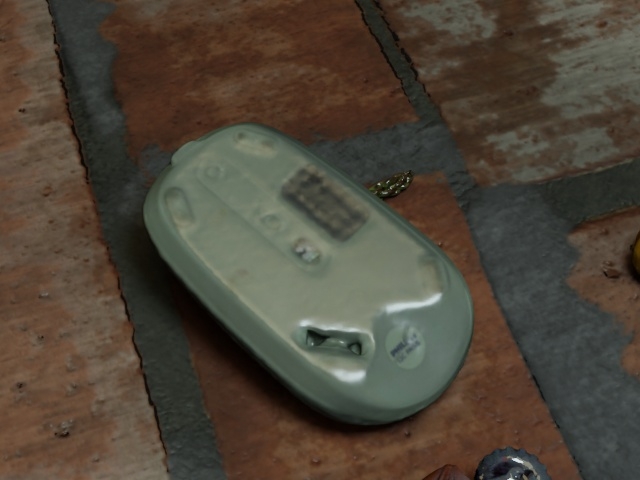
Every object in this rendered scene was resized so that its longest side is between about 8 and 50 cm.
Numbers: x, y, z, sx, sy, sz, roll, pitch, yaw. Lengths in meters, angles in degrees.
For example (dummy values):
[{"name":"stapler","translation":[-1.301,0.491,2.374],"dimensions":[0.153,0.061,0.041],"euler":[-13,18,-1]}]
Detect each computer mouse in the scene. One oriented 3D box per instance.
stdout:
[{"name":"computer mouse","translation":[-0.012,0.028,1.193],"dimensions":[0.331,0.095,0.197],"euler":[43,64,16]}]

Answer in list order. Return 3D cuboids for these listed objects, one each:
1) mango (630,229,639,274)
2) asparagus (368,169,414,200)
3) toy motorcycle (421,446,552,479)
[{"name":"mango","translation":[0.352,0.008,1.244],"dimensions":[0.114,0.060,0.080],"euler":[-10,39,-5]},{"name":"asparagus","translation":[0.000,0.000,1.271],"dimensions":[0.248,0.024,0.025],"euler":[-38,106,-24]},{"name":"toy motorcycle","translation":[0.128,0.263,1.047],"dimensions":[0.118,0.084,0.212],"euler":[7,56,-4]}]
